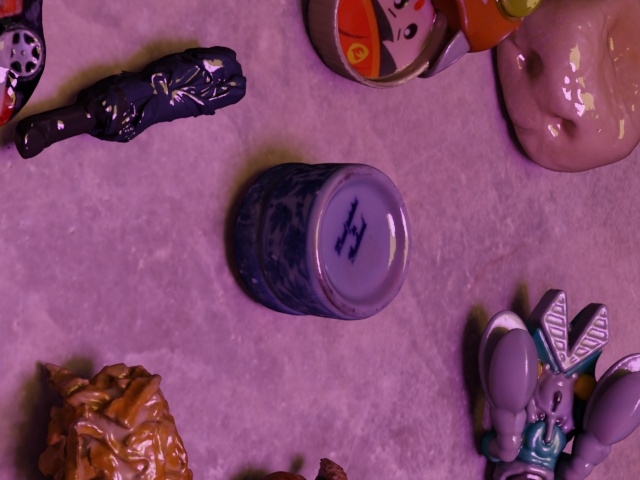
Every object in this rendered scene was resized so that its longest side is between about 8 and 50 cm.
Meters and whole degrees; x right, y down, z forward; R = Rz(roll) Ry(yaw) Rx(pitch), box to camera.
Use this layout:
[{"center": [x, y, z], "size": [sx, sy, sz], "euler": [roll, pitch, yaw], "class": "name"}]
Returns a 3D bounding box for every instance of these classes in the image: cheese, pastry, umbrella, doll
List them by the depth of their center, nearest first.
[{"center": [-0.171, 0.222, 1.336], "size": [0.154, 0.102, 0.250], "euler": [-32, 115, -45], "class": "pastry"}, {"center": [-0.162, -0.122, 1.370], "size": [0.248, 0.071, 0.071], "euler": [-19, 104, -41], "class": "umbrella"}, {"center": [0.269, 0.185, 1.766], "size": [0.195, 0.153, 0.258], "euler": [-9, 94, -19], "class": "doll"}, {"center": [0.292, -0.196, 1.814], "size": [0.218, 0.117, 0.235], "euler": [27, 68, -42], "class": "cheese"}]

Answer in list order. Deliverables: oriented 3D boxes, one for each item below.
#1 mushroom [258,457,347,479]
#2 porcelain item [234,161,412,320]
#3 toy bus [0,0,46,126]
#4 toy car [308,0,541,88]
[{"center": [-0.031, 0.273, 1.506], "size": [0.170, 0.080, 0.135], "euler": [-53, 139, -33], "class": "mushroom"}, {"center": [0.000, 0.000, 1.505], "size": [0.147, 0.114, 0.147], "euler": [-3, 94, -49], "class": "porcelain item"}, {"center": [-0.284, -0.228, 1.189], "size": [0.147, 0.127, 0.302], "euler": [2, 89, -44], "class": "toy bus"}, {"center": [0.086, -0.246, 1.599], "size": [0.235, 0.145, 0.235], "euler": [-14, 116, -32], "class": "toy car"}]
